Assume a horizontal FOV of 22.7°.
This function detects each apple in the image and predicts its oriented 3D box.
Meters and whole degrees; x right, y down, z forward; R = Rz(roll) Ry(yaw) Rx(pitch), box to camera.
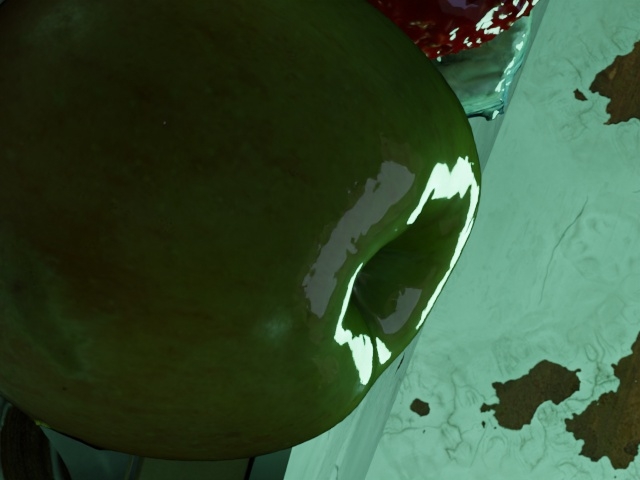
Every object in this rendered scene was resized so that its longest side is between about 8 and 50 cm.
[{"bbox_3d":[-0.067,-0.018,1.004,0.338,0.305,0.338,21,90,-80],"label":"apple"}]

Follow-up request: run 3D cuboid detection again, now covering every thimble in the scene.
[{"bbox_3d":[0.120,-0.234,1.690,0.150,0.237,0.237,16,94,-80],"label":"thimble"}]

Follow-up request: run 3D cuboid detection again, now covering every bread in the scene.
[{"bbox_3d":[-0.134,0.154,1.213,0.142,0.212,0.224,4,102,-73],"label":"bread"}]

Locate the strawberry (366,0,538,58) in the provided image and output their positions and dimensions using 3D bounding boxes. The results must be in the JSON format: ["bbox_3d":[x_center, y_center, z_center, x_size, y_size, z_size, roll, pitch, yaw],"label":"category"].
[{"bbox_3d":[0.083,-0.269,1.481,0.257,0.257,0.277,-65,-172,-24],"label":"strawberry"}]
